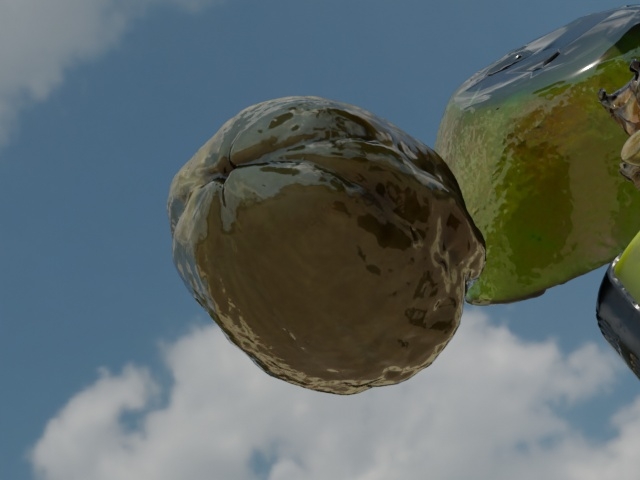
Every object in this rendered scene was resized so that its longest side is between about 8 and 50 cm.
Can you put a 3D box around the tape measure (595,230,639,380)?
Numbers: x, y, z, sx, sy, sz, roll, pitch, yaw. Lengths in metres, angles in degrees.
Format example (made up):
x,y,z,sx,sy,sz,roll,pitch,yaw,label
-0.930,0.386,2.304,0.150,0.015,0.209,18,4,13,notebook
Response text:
x,y,z,sx,sy,sz,roll,pitch,yaw,label
0.280,0.030,0.928,0.186,0.112,0.199,-27,-43,-13,tape measure

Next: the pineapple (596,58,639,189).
x,y,z,sx,sy,sz,roll,pitch,yaw,label
0.251,-0.056,0.679,0.221,0.047,0.221,1,-25,1,pineapple

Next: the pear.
x,y,z,sx,sy,sz,roll,pitch,yaw,label
0.253,-0.117,1.370,0.399,0.399,0.165,-28,-74,13,pear

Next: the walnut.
x,y,z,sx,sy,sz,roll,pitch,yaw,label
0.000,0.000,1.103,0.283,0.227,0.283,9,-22,4,walnut

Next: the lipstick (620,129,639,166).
x,y,z,sx,sy,sz,roll,pitch,yaw,label
0.178,-0.035,0.575,0.116,0.037,0.037,7,-43,-20,lipstick
